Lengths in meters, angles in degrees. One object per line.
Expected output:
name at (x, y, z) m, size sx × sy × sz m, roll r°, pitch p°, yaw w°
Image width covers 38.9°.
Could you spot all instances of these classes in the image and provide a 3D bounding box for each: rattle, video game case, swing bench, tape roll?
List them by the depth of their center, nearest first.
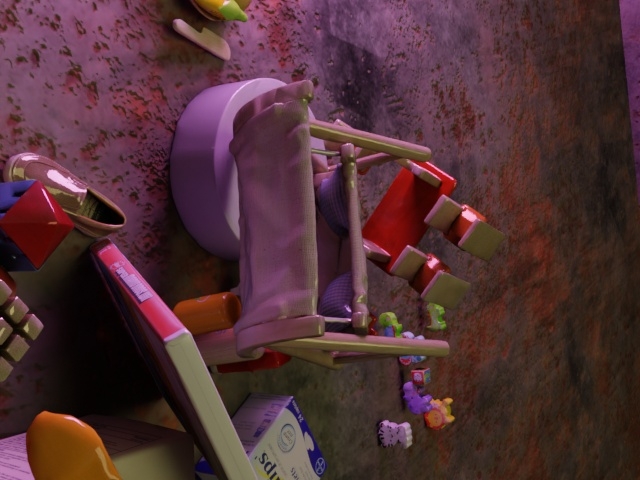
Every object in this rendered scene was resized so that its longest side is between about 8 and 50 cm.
rattle at (-0.160, 0.227, 0.755) m, size 0.130 × 0.143 × 0.199 m, roll -55°, pitch 158°, yaw 4°
video game case at (-0.138, 0.123, 0.855) m, size 0.025 × 0.285 × 0.204 m, roll -28°, pitch 116°, yaw -17°
swing bench at (0.000, 0.000, 0.984) m, size 0.254 × 0.165 × 0.253 m, roll 18°, pitch 66°, yaw -50°
tape roll at (-0.081, -0.083, 1.099) m, size 0.219 × 0.072 × 0.219 m, roll 3°, pitch 86°, yaw -54°

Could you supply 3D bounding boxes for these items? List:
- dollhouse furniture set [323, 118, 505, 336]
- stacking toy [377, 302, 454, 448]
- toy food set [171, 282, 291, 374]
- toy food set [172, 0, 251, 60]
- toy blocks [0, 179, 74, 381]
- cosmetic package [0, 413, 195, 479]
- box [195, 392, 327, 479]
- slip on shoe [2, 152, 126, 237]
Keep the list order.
dollhouse furniture set at (0.080, 0.010, 1.195) m, size 0.259 × 0.262 × 0.135 m, roll -56°, pitch 145°, yaw 8°
stacking toy at (0.147, 0.208, 1.434) m, size 0.167 × 0.052 × 0.221 m, roll -8°, pitch 94°, yaw -56°
toy food set at (-0.093, 0.096, 1.073) m, size 0.232 × 0.104 × 0.111 m, roll -26°, pitch 103°, yaw -65°
toy food set at (-0.120, -0.321, 1.066) m, size 0.132 × 0.038 × 0.192 m, roll 13°, pitch 77°, yaw -63°
toy blocks at (-0.310, 0.059, 0.607) m, size 0.191 × 0.261 × 0.381 m, roll 59°, pitch 44°, yaw -35°
cosmetic package at (-0.259, 0.248, 0.769) m, size 0.296 × 0.153 × 0.129 m, roll -7°, pitch 96°, yaw -53°
box at (-0.069, 0.277, 1.102) m, size 0.137 × 0.072 × 0.126 m, roll -51°, pitch 128°, yaw -42°
slip on shoe at (-0.247, -0.043, 0.888) m, size 0.135 × 0.041 × 0.051 m, roll 44°, pitch 54°, yaw -45°
